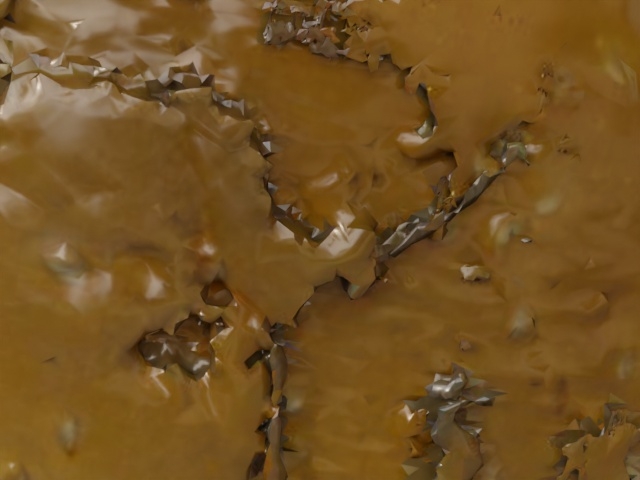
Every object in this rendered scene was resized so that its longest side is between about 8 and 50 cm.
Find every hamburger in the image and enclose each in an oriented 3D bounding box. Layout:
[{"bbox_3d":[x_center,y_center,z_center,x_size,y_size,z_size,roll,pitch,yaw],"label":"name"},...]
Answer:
[{"bbox_3d":[-0.001,-0.007,0.438,0.284,0.304,0.174,-40,24,-3],"label":"hamburger"}]
